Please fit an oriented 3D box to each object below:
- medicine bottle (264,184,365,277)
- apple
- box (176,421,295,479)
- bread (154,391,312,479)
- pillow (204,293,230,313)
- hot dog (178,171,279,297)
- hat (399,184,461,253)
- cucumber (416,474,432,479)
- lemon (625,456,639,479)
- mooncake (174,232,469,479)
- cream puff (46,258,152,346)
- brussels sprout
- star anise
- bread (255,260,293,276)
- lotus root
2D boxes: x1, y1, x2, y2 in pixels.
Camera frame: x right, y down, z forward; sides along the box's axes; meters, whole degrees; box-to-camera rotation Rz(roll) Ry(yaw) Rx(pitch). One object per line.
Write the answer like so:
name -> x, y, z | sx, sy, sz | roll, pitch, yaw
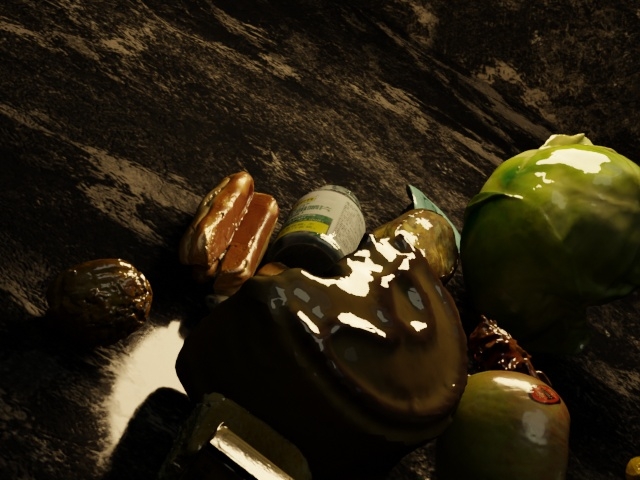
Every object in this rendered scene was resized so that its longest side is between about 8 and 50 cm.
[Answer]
medicine bottle -> 0.000, 0.000, 2.199 | 0.141, 0.141, 0.293 | 35, 25, -4
apple -> 0.270, 0.315, 1.894 | 0.194, 0.260, 0.261 | 6, 24, 8
box -> -0.069, 0.346, 1.491 | 0.240, 0.159, 0.071 | 37, 23, 3
bread -> -0.098, 0.297, 1.606 | 0.196, 0.102, 0.138 | 36, 27, -5
pillow -> -0.073, 0.145, 1.960 | 0.241, 0.051, 0.093 | 23, 33, -34
hot dog -> -0.150, -0.011, 2.079 | 0.135, 0.100, 0.337 | 41, 25, -11
hat -> 0.211, -0.031, 2.612 | 0.191, 0.078, 0.138 | 43, 26, -36
cucumber -> 0.167, 0.402, 1.848 | 0.036, 0.033, 0.184 | 6, 33, -18
lemon -> 0.586, 0.423, 2.316 | 0.065, 0.065, 0.092 | 45, 17, 17
mooncake -> 0.019, 0.144, 1.815 | 0.393, 0.246, 0.394 | 33, 36, -20
cream puff -> -0.290, 0.087, 1.696 | 0.144, 0.126, 0.103 | -3, 61, -42
brussels sprout -> 0.429, 0.001, 2.433 | 0.361, 0.425, 0.342 | 10, 24, -40
star anise -> 0.283, 0.217, 2.204 | 0.346, 0.148, 0.237 | 37, 3, 7
bread -> -0.066, 0.083, 2.036 | 0.083, 0.076, 0.070 | 21, 24, 12
lotus root -> 0.162, 0.033, 2.340 | 0.160, 0.152, 0.275 | 54, 29, 3
